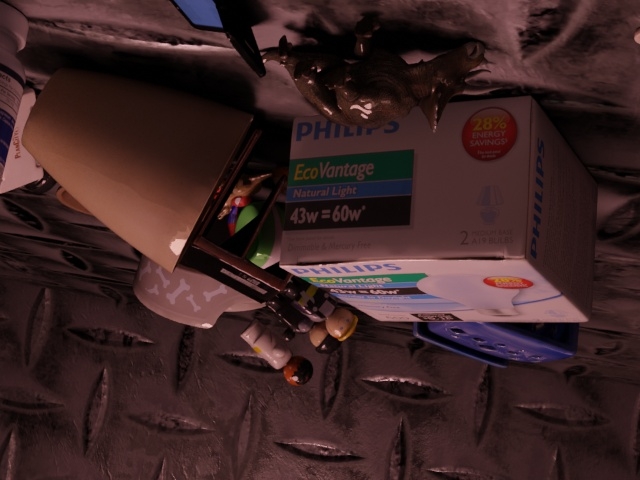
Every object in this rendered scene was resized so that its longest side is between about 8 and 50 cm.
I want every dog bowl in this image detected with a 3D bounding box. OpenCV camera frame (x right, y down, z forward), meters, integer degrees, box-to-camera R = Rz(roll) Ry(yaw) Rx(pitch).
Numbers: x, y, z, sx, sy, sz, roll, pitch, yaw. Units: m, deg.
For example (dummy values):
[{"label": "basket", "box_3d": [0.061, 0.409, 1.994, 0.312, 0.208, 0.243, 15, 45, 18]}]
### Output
[{"label": "dog bowl", "box_3d": [-0.185, 0.047, 2.193, 0.349, 0.102, 0.349, 5, -157, -2]}]

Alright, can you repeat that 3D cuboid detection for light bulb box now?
[{"label": "light bulb box", "box_3d": [0.182, -0.027, 1.632, 0.358, 0.225, 0.361, -2, 164, 27]}]

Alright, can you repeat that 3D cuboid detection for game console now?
[{"label": "game console", "box_3d": [-0.125, -0.244, 1.323, 0.071, 0.107, 0.122, -22, 160, 10]}]

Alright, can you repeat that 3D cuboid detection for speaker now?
[{"label": "speaker", "box_3d": [0.000, 0.000, 2.060, 0.296, 0.131, 0.131, 6, 171, -30]}]

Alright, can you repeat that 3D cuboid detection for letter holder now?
[{"label": "letter holder", "box_3d": [-0.094, -0.036, 1.788, 0.152, 0.214, 0.302, 28, 170, -4]}]

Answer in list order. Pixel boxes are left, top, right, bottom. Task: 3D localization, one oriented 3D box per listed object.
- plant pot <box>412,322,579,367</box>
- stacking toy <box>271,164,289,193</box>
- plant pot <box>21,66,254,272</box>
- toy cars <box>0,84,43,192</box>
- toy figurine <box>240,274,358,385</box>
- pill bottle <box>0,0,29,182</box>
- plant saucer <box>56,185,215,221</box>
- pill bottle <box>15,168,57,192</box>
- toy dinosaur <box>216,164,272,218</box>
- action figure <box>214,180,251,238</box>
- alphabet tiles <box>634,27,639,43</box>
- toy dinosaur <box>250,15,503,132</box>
[{"label": "plant pot", "box_3d": [0.292, 0.085, 1.954, 0.236, 0.236, 0.212, 21, 153, -24]}, {"label": "stacking toy", "box_3d": [0.047, -0.044, 1.940, 0.302, 0.165, 0.175, 29, 169, -14]}, {"label": "plant pot", "box_3d": [-0.273, -0.129, 1.624, 0.274, 0.256, 0.256, 28, 165, -4]}, {"label": "toy cars", "box_3d": [-0.540, -0.202, 1.700, 0.087, 0.176, 0.394, 48, -172, 31]}, {"label": "toy figurine", "box_3d": [-0.008, 0.122, 1.874, 0.148, 0.209, 0.213, 41, 119, -2]}, {"label": "pill bottle", "box_3d": [-0.462, -0.172, 1.446, 0.153, 0.264, 0.153, 10, 166, 2]}, {"label": "plant saucer", "box_3d": [-0.312, -0.078, 1.955, 0.278, 0.041, 0.278, 3, 168, 1]}, {"label": "pill bottle", "box_3d": [-0.540, -0.156, 1.893, 0.123, 0.122, 0.219, -1, 163, 40]}, {"label": "toy dinosaur", "box_3d": [-0.134, -0.102, 1.993, 0.183, 0.053, 0.093, -29, 146, 33]}, {"label": "action figure", "box_3d": [-0.242, -0.045, 2.133, 0.280, 0.139, 0.091, -3, 162, 38]}, {"label": "alphabet tiles", "box_3d": [0.483, -0.196, 1.170, 0.278, 0.021, 0.284, 13, 166, -15]}, {"label": "toy dinosaur", "box_3d": [0.039, -0.180, 1.361, 0.313, 0.121, 0.160, -5, 147, 37]}]
